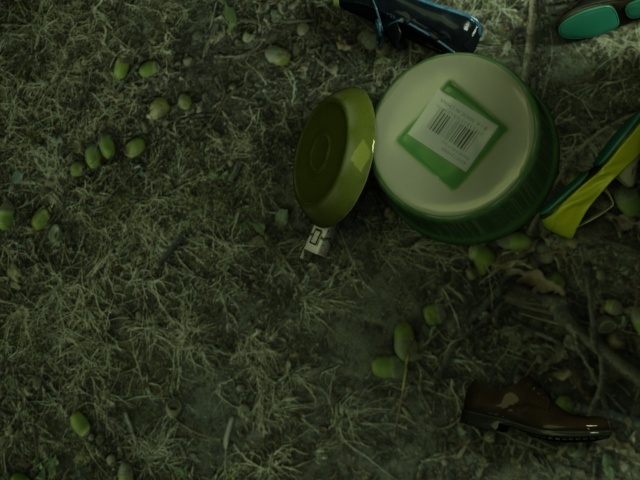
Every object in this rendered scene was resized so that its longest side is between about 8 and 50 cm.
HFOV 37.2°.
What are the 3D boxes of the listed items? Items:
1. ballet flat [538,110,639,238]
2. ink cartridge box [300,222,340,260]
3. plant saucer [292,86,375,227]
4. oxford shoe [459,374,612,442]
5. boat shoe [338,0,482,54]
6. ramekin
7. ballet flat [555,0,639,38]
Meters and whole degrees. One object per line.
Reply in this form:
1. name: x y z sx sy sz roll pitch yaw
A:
1. ballet flat: 0.443 -0.095 1.484 0.077 0.077 0.231 43 99 -1
2. ink cartridge box: 0.000 0.000 1.627 0.028 0.048 0.083 24 91 21
3. plant saucer: 0.012 -0.142 1.572 0.241 0.037 0.241 -33 51 55
4. oxford shoe: 0.331 0.256 1.452 0.227 0.083 0.096 9 80 19
5. boat shoe: 0.141 -0.368 1.611 0.258 0.109 0.089 21 92 23
6. ramekin: 0.222 -0.152 1.521 0.303 0.148 0.303 -3 80 19
7. ballet flat: 0.477 -0.379 1.520 0.203 0.074 0.074 -13 77 23
